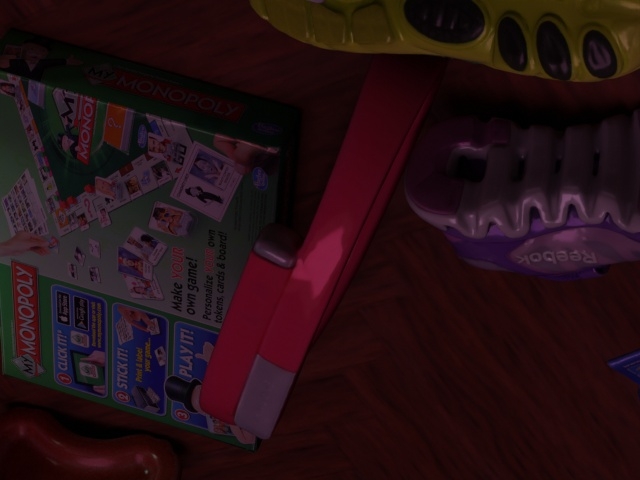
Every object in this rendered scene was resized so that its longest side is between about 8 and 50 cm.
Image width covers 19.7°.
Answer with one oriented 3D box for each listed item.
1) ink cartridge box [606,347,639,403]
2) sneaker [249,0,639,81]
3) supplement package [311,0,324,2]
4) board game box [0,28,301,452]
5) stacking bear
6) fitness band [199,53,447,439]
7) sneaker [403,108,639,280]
[{"bbox_3d":[0.318,0.120,1.110,0.185,0.065,0.311,-21,144,24],"label":"ink cartridge box"},{"bbox_3d":[0.072,-0.148,1.029,0.295,0.123,0.109,22,106,30],"label":"sneaker"},{"bbox_3d":[-0.049,-0.294,0.885,0.198,0.199,0.263,16,136,9],"label":"supplement package"},{"bbox_3d":[-0.130,0.010,1.325,0.213,0.046,0.317,17,136,10],"label":"board game box"},{"bbox_3d":[-0.203,0.302,1.566,0.175,0.164,0.289,12,139,14],"label":"stacking bear"},{"bbox_3d":[0.000,0.000,1.137,0.054,0.209,0.291,26,136,3],"label":"fitness band"},{"bbox_3d":[0.174,-0.018,1.135,0.236,0.095,0.104,3,146,18],"label":"sneaker"}]
